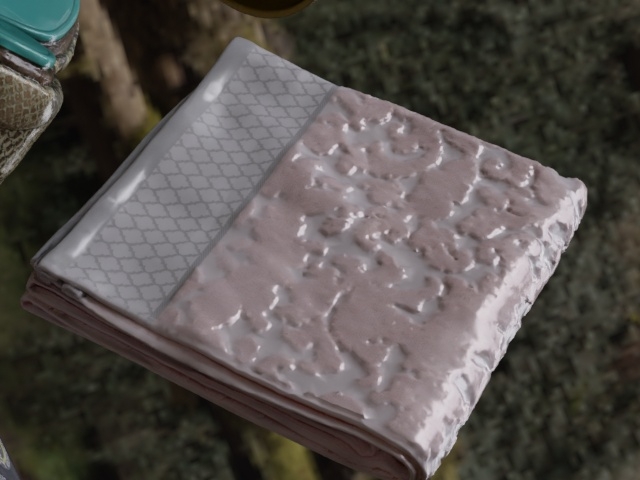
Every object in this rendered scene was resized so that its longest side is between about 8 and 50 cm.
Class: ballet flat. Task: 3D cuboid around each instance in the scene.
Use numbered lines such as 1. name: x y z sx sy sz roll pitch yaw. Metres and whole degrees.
1. ballet flat: -0.297 -0.139 1.549 0.182 0.164 0.483 -60 -165 13

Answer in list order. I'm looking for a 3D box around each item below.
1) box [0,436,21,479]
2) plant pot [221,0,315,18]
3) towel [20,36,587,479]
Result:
1. box: -0.316 0.246 1.133 0.395 0.318 0.097 56 -1 34
2. plant pot: -0.009 -0.186 0.907 0.134 0.095 0.134 27 -48 34
3. towel: 0.000 0.000 1.356 0.317 0.332 0.053 24 -45 13
